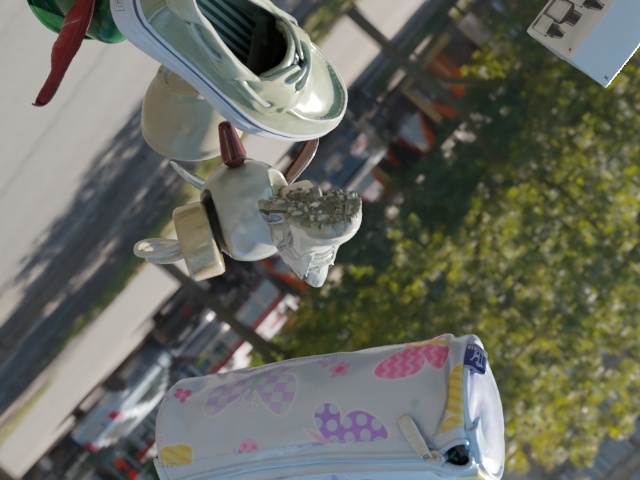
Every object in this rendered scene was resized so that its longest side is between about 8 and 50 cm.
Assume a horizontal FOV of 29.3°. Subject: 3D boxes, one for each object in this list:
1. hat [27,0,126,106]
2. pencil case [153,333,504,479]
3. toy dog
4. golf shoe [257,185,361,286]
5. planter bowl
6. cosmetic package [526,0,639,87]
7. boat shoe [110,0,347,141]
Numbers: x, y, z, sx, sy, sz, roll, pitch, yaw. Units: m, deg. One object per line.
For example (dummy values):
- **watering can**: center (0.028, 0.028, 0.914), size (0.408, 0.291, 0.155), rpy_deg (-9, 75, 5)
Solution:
- **hat**: center (-0.204, -0.237, 1.276), size (0.173, 0.183, 0.208), rpy_deg (24, 110, -46)
- **pencil case**: center (0.009, 0.150, 0.957), size (0.273, 0.113, 0.124), rpy_deg (-9, -146, 21)
- **toy dog**: center (-0.092, -0.063, 1.387), size (0.220, 0.161, 0.334), rpy_deg (-15, -169, -21)
- **golf shoe**: center (0.000, 0.000, 1.082), size (0.069, 0.086, 0.176), rpy_deg (-16, -171, -13)
- **planter bowl**: center (-0.199, -0.216, 1.879), size (0.162, 0.162, 0.109), rpy_deg (-48, 155, -31)
- **cosmetic package**: center (0.310, -0.272, 1.184), size (0.239, 0.060, 0.099), rpy_deg (-53, -148, 11)
- **boat shoe**: center (-0.059, -0.162, 1.104), size (0.302, 0.094, 0.109), rpy_deg (23, 81, -51)
